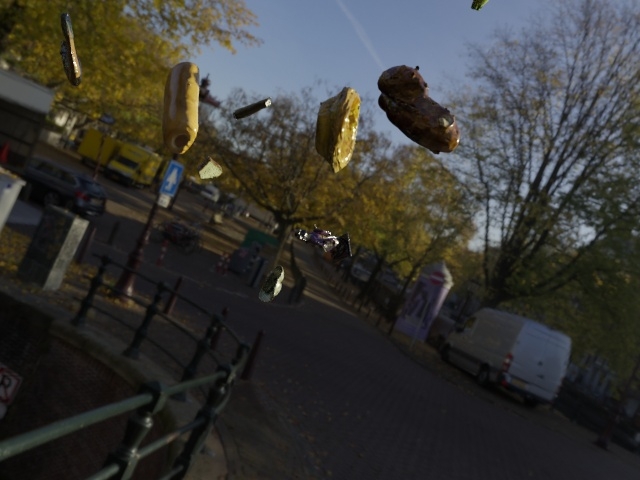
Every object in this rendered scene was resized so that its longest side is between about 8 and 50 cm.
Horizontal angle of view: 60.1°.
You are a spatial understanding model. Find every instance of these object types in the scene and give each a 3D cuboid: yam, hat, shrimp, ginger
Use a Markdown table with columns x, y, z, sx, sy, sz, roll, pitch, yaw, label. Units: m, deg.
| x | y | z | sx | sy | sz | roll | pitch | yaw | label |
| --- | --- | --- | --- | --- | --- | --- | --- | --- | --- |
| -0.176 | -0.343 | 1.445 | 0.129 | 0.033 | 0.027 | -8 | -48 | 41 | yam |
| -0.202 | 0.202 | 2.411 | 0.081 | 0.122 | 0.166 | 45 | 28 | -25 | hat |
| -0.732 | -0.579 | 1.610 | 0.051 | 0.198 | 0.262 | -8 | 44 | -25 | shrimp |
| 0.358 | -0.496 | 2.052 | 0.418 | 0.176 | 0.254 | 51 | -18 | 30 | ginger |

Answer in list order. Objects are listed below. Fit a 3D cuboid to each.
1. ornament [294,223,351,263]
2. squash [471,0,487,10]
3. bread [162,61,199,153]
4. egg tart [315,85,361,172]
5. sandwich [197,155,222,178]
| x | y | z | sx | sy | sz | roll | pitch | yaw | label |
| --- | --- | --- | --- | --- | --- | --- | --- | --- | --- |
| 0.001 | -0.007 | 1.701 | 0.088 | 0.081 | 0.203 | -29 | -38 | 36 | ornament |
| 0.548 | -0.911 | 1.750 | 0.118 | 0.371 | 0.118 | 6 | 39 | -5 | squash |
| -0.433 | -0.416 | 1.701 | 0.091 | 0.306 | 0.142 | 14 | -36 | -30 | bread |
| 0.069 | -0.491 | 2.430 | 0.168 | 0.388 | 0.388 | 10 | -1 | 9 | egg tart |
| -0.468 | -0.295 | 2.335 | 0.105 | 0.093 | 0.036 | 36 | 10 | -50 | sandwich |
